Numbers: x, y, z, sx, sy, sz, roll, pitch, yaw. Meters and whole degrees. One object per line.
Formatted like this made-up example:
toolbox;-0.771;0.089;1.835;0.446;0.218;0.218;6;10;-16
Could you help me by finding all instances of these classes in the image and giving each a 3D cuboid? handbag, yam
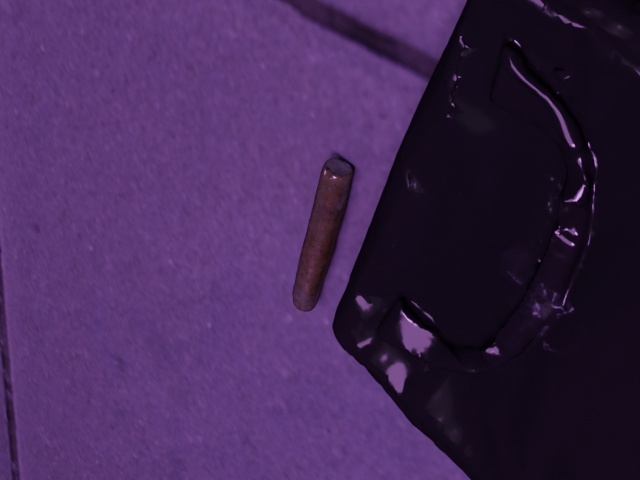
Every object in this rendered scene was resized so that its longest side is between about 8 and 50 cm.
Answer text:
handbag;0.128;0.026;0.444;0.244;0.088;0.275;42;140;22
yam;0.000;0.000;0.604;0.021;0.021;0.116;36;133;25
